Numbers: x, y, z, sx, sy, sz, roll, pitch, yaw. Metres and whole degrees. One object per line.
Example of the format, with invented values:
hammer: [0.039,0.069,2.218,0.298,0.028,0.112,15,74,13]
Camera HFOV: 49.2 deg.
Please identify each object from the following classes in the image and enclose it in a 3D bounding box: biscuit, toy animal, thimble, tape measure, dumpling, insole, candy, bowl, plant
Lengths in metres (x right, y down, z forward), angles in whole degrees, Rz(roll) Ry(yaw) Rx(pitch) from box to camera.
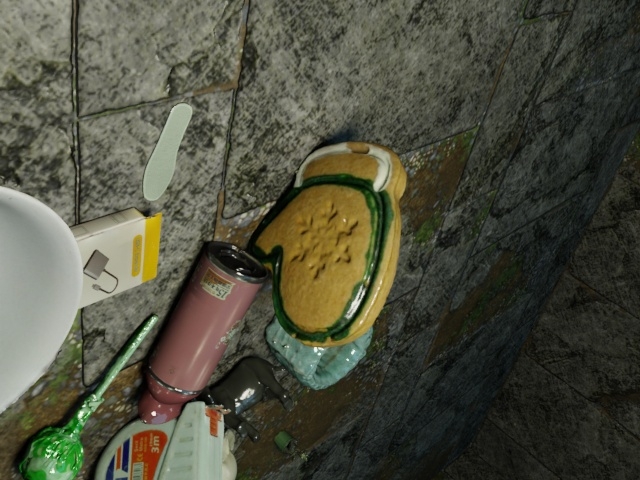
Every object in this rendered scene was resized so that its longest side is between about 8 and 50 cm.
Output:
biscuit: [-0.001,-0.001,1.143,0.057,0.287,0.344,27,71,-51]
toy animal: [-0.168,0.333,1.384,0.245,0.146,0.115,-32,144,-35]
thimble: [-0.006,0.208,1.475,0.235,0.143,0.198,-5,127,-50]
tape measure: [-0.275,0.428,1.246,0.246,0.243,0.125,-12,151,17]
dumpling: [-0.221,0.479,1.526,0.134,0.099,0.169,-64,154,-7]
insole: [-0.211,-0.119,0.960,0.053,0.002,0.153,-2,125,-53]
candy: [-0.359,0.251,1.113,0.323,0.097,0.097,-56,152,-8]
bowl: [-0.428,0.053,0.691,0.345,0.157,0.346,-35,148,-26]
plant: [-0.072,0.533,1.785,0.051,0.102,0.051,-35,144,-30]

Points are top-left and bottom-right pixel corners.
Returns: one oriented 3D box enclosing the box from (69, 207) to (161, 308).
box: [-0.329,0.039,0.941,0.247,0.033,0.129,-23,139,-41]

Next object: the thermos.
thermos: [-0.214,0.163,1.184,0.109,0.136,0.330,23,107,-24]
